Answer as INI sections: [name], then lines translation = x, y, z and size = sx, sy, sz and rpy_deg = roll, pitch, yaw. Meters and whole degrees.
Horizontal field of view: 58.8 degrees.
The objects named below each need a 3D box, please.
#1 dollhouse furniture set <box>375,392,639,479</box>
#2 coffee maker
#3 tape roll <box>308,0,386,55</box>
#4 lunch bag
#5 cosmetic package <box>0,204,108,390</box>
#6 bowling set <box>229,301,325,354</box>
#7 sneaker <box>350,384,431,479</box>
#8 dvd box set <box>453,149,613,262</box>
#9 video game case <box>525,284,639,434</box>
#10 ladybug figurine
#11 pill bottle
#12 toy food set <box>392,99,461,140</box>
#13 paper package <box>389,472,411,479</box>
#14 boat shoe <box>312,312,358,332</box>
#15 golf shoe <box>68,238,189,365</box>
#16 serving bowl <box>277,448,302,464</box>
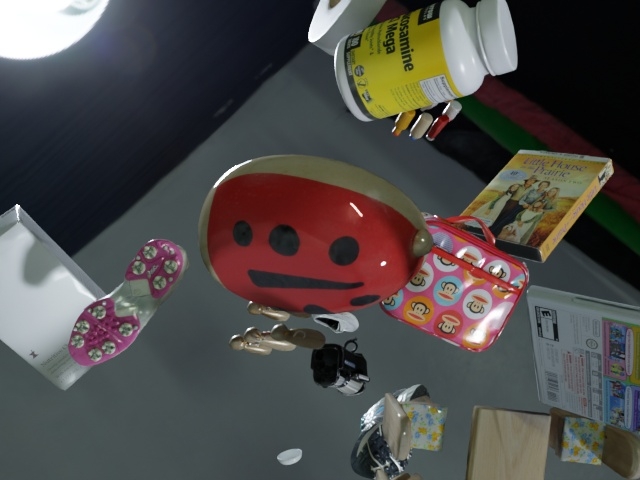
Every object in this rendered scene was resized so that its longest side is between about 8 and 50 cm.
[dollhouse furniture set]
translation = 0.273, 0.454, 0.828
size = 0.362, 0.394, 0.256
rpy_deg = 7, 0, -4
[coffee maker]
translation = 0.051, 0.358, 1.661
size = 0.178, 0.120, 0.171
rpy_deg = 40, 25, -53
[tape roll]
translation = 0.102, -0.641, 1.389
size = 0.072, 0.392, 0.392
rpy_deg = 27, 3, -20
[lunch bag]
translation = 0.278, 0.073, 1.195
size = 0.293, 0.258, 0.120
rpy_deg = 25, 9, -15
[cosmetic package]
translation = -0.654, 0.135, 1.321
size = 0.156, 0.217, 0.385
rpy_deg = 33, -18, 54
[bowling set]
translation = -0.123, 0.187, 1.461
size = 0.154, 0.200, 0.287
rpy_deg = 20, -29, -39
[sneaker]
translation = 0.134, 0.413, 1.213
size = 0.283, 0.122, 0.110
rpy_deg = -25, 95, -52
[dvd box set]
translation = 0.635, -0.121, 1.716
size = 0.307, 0.420, 0.062
rpy_deg = 19, -35, 48
[video game case]
translation = 0.346, 0.151, 0.661
size = 0.193, 0.023, 0.212
rpy_deg = 12, -43, 38
[ladybug figurine]
translation = -0.034, 0.011, 0.955
size = 0.449, 0.162, 0.305
rpy_deg = -2, -50, 34
[pill bottle]
translation = 0.212, -0.370, 1.151
size = 0.333, 0.188, 0.188
rpy_deg = -9, -38, 30
[toy food set]
translation = 0.334, -0.378, 1.743
size = 0.111, 0.232, 0.104
rpy_deg = 49, -32, 11
[paper package]
translation = 0.159, 0.728, 1.266
size = 0.324, 0.168, 0.309
rpy_deg = 5, 39, -53
[boat shoe]
translation = 0.043, 0.230, 1.618
size = 0.184, 0.066, 0.063
rpy_deg = 38, 34, -40
[golf shoe]
translation = -0.373, 0.130, 1.149
size = 0.115, 0.306, 0.140
rpy_deg = 44, 1, 4
[serving bowl]
translation = -0.100, 0.723, 1.886
size = 0.083, 0.083, 0.027
rpy_deg = 173, -95, -86
